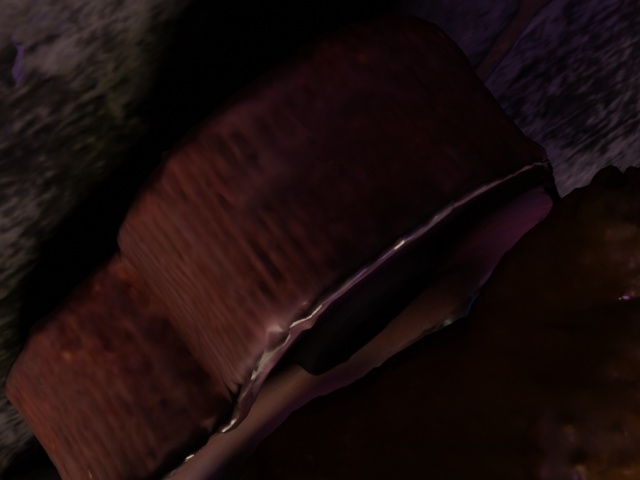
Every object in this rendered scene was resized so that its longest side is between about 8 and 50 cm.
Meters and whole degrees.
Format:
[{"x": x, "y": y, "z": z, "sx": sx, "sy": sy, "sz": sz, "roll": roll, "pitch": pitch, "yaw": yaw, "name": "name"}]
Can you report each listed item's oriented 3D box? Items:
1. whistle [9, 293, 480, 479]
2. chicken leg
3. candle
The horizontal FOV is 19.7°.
[{"x": -0.013, "y": 0.097, "z": 1.068, "sx": 0.346, "sy": 0.134, "sz": 0.142, "roll": -22, "pitch": 157, "yaw": -9, "name": "whistle"}, {"x": 0.106, "y": 0.066, "z": 0.873, "sx": 0.409, "sy": 0.182, "sz": 0.295, "roll": -57, "pitch": 174, "yaw": 10, "name": "chicken leg"}, {"x": 0.000, "y": 0.000, "z": 0.900, "sx": 0.287, "sy": 0.131, "sz": 0.317, "roll": -24, "pitch": 163, "yaw": -41, "name": "candle"}]
